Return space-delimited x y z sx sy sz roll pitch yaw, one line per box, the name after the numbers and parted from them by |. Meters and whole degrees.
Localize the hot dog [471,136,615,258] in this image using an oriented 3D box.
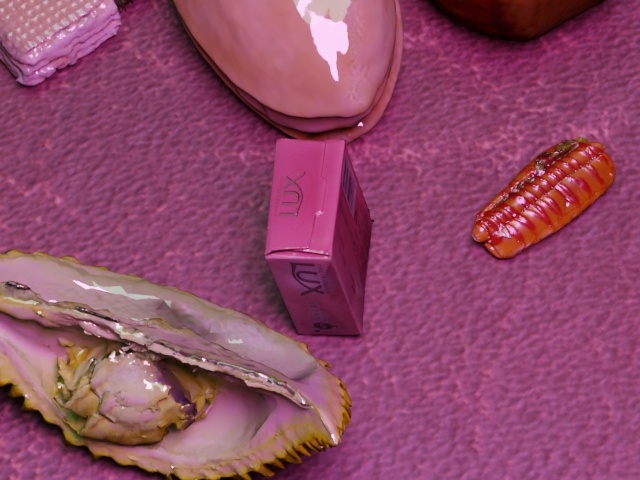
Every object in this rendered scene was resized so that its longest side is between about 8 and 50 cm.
0.185 -0.037 1.564 0.144 0.038 0.062 -35 68 -17 | hot dog

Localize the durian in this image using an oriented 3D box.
-0.141 0.080 1.427 0.356 0.169 0.157 17 65 7 | durian

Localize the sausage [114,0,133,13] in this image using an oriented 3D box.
-0.107 -0.317 1.693 0.083 0.083 0.264 40 68 19 | sausage

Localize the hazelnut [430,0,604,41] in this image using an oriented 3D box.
0.178 -0.289 1.607 0.234 0.218 0.218 -44 66 18 | hazelnut

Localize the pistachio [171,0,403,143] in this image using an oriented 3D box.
-0.034 -0.219 1.585 0.181 0.162 0.293 -29 81 1 | pistachio

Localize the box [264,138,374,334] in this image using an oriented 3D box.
0.000 0.000 1.481 0.060 0.156 0.111 -1 61 12 | box

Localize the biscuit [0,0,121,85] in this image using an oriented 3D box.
-0.287 -0.246 1.659 0.108 0.062 0.239 -35 67 -17 | biscuit
